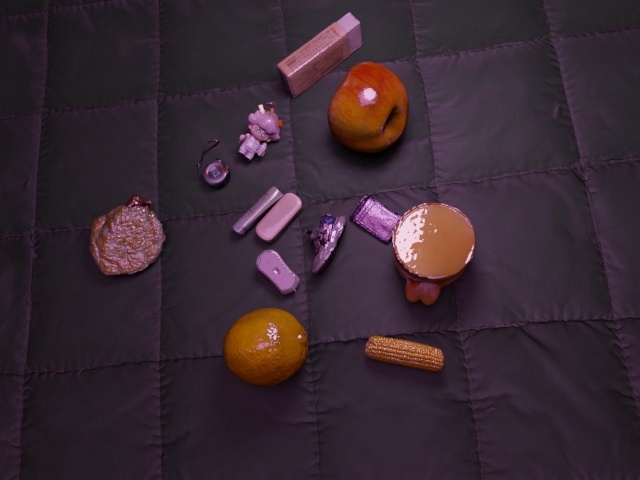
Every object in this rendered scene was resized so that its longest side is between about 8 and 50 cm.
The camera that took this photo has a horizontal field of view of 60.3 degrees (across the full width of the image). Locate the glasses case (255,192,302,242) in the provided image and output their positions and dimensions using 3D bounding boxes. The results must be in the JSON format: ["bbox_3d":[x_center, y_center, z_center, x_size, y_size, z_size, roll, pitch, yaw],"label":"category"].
[{"bbox_3d":[-0.145,-0.079,1.948,0.083,0.050,0.196,41,83,14],"label":"glasses case"}]

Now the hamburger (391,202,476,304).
[{"bbox_3d":[0.358,0.047,1.776,0.261,0.186,0.302,2,65,7],"label":"hamburger"}]

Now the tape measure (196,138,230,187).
[{"bbox_3d":[-0.382,-0.269,1.976,0.104,0.179,0.107,-36,71,-20],"label":"tape measure"}]

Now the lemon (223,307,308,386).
[{"bbox_3d":[-0.172,0.334,1.733,0.268,0.267,0.267,-2,74,7],"label":"lemon"}]

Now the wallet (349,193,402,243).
[{"bbox_3d":[0.196,-0.076,1.912,0.166,0.030,0.111,34,80,14],"label":"wallet"}]

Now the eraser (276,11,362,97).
[{"bbox_3d":[0.002,-0.690,2.053,0.343,0.144,0.078,-38,72,-5],"label":"eraser"}]

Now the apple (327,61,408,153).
[{"bbox_3d":[0.175,-0.444,1.892,0.302,0.301,0.301,-2,74,7],"label":"apple"}]

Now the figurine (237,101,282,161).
[{"bbox_3d":[-0.218,-0.397,2.021,0.137,0.112,0.228,34,87,-13],"label":"figurine"}]

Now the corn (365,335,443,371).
[{"bbox_3d":[0.267,0.358,1.756,0.249,0.081,0.081,9,76,11],"label":"corn"}]

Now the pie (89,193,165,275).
[{"bbox_3d":[-0.693,-0.007,1.976,0.275,0.105,0.257,-32,82,-2],"label":"pie"}]

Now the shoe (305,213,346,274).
[{"bbox_3d":[0.000,0.000,1.878,0.126,0.099,0.227,25,74,5],"label":"shoe"}]

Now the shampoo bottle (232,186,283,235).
[{"bbox_3d":[-0.225,-0.105,1.962,0.212,0.049,0.072,-45,33,-3],"label":"shampoo bottle"}]

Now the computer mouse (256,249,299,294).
[{"bbox_3d":[-0.141,0.112,1.891,0.089,0.056,0.181,-43,82,-4],"label":"computer mouse"}]
